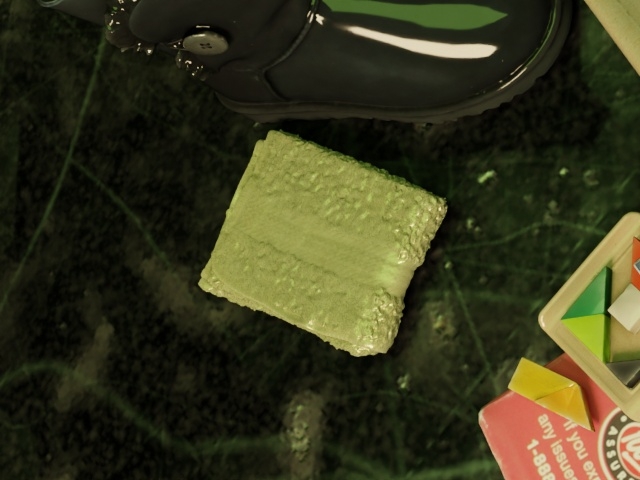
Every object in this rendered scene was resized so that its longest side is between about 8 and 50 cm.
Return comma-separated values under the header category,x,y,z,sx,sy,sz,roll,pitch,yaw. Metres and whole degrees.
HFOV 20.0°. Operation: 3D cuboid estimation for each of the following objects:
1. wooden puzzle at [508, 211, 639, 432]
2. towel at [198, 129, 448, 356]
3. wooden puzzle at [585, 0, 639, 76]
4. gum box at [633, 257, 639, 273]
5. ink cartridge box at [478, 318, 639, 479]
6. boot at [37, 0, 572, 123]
category,x,y,z,sx,sy,sz,roll,pitch,yaw
wooden puzzle,0.134,0.032,0.776,0.078,0.014,0.116,39,96,40
towel,0.000,0.000,1.064,0.148,0.027,0.110,21,86,38
wooden puzzle,0.263,-0.179,0.799,0.322,0.080,0.348,-40,26,13
gum box,0.231,0.033,0.645,0.157,0.041,0.184,-40,80,19
ink cartridge box,0.300,0.096,0.745,0.385,0.160,0.279,-36,57,20
boot,-0.013,-0.136,1.004,0.247,0.207,0.094,-5,72,33
